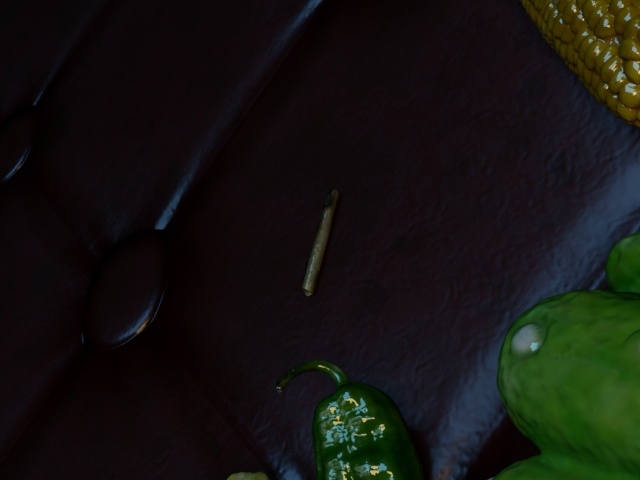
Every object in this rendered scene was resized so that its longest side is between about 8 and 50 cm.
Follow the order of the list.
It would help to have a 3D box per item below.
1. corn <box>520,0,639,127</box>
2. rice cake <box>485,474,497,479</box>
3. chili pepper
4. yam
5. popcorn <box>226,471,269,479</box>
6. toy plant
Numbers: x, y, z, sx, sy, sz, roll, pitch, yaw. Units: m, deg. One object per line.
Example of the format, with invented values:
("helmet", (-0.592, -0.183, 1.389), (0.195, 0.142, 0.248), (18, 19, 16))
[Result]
("corn", (0.208, -0.196, 0.695), (0.102, 0.102, 0.313), (-40, 41, 17))
("rice cake", (0.144, 0.224, 0.509), (0.080, 0.042, 0.222), (-22, 40, -12))
("chili pepper", (0.032, 0.204, 0.614), (0.100, 0.074, 0.257), (-14, 60, 17))
("yam", (0.000, 0.000, 0.823), (0.014, 0.014, 0.107), (-4, 63, 42))
("popcorn", (-0.068, 0.242, 0.655), (0.125, 0.126, 0.145), (31, 60, 35))
("toy plant", (0.212, 0.110, 0.465), (0.224, 0.184, 0.316), (-49, 26, -3))
